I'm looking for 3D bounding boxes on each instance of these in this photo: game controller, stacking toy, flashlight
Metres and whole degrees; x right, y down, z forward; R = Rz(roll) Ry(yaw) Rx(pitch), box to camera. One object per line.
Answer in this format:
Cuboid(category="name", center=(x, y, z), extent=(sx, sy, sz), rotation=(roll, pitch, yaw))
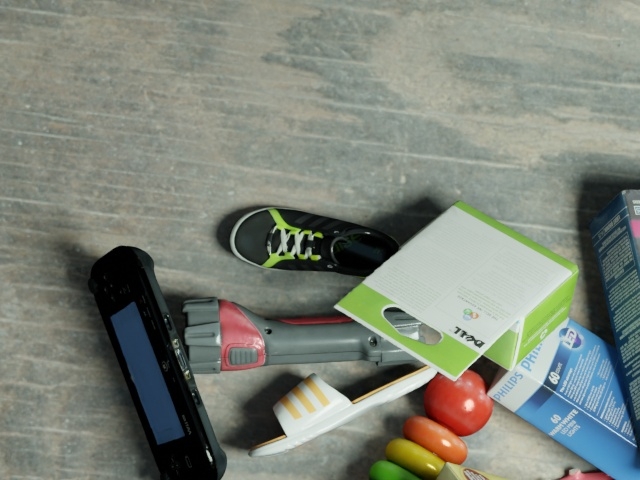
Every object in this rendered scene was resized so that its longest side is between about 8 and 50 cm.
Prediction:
Cuboid(category="game controller", center=(-0.205, 0.163, 1.703), extent=(0.067, 0.166, 0.319), rotation=(-20, 86, -21))
Cuboid(category="stacking toy", center=(0.109, 0.304, 1.730), extent=(0.141, 0.141, 0.330), rotation=(31, 78, 0))
Cuboid(category="flashlight", center=(-0.025, 0.116, 1.754), extent=(0.304, 0.103, 0.103), rotation=(-3, 81, -8))

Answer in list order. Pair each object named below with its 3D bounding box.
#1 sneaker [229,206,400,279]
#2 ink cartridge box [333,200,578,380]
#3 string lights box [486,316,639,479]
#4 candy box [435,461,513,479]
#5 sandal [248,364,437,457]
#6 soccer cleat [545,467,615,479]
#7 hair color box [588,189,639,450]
Cuboid(category="sneaker", center=(0.000, 0.000, 1.760), extent=(0.235, 0.097, 0.084), rotation=(6, 84, -3))
Cuboid(category="ink cartridge box", center=(0.163, 0.084, 1.673), extent=(0.189, 0.097, 0.255), rotation=(31, 50, 28))
Cuboid(category="string lights box", center=(0.355, 0.205, 1.741), extent=(0.260, 0.077, 0.133), rotation=(34, 46, 1))
Cuboid(category="candy box", center=(0.251, 0.396, 1.656), extent=(0.316, 0.087, 0.183), rotation=(20, 104, -27))
Cuboid(category="sandal", center=(0.019, 0.198, 1.748), extent=(0.265, 0.102, 0.076), rotation=(-25, 83, -10))
Cuboid(category="soccer cleat", center=(0.297, 0.363, 1.762), extent=(0.248, 0.083, 0.095), rotation=(-15, 110, -7))
Cuboid(category="hair color box", center=(0.463, 0.112, 1.704), extent=(0.174, 0.105, 0.347), rotation=(0, 66, -17))
